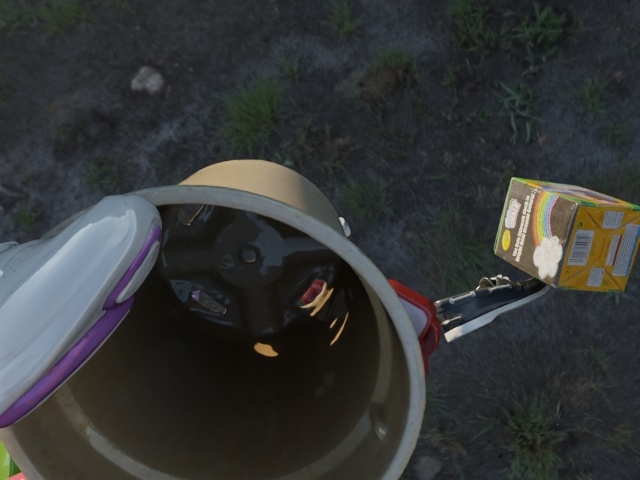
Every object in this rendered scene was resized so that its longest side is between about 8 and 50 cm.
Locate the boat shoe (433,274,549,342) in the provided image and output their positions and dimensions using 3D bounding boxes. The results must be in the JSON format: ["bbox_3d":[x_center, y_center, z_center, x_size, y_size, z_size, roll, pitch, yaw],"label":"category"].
[{"bbox_3d":[0.369,0.120,1.475,0.114,0.302,0.091,-42,71,52],"label":"boat shoe"}]

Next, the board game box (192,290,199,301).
[{"bbox_3d":[-0.280,0.222,1.395,0.056,0.208,0.347,7,94,-14],"label":"board game box"}]

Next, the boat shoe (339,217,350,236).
[{"bbox_3d":[0.000,0.000,1.067,0.100,0.035,0.035,-27,39,11],"label":"boat shoe"}]

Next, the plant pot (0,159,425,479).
[{"bbox_3d":[-0.084,0.063,0.659,0.334,0.305,0.334,1,112,1],"label":"plant pot"}]

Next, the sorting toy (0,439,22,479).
[{"bbox_3d":[-0.501,0.369,1.197,0.127,0.126,0.365,-53,47,29],"label":"sorting toy"}]

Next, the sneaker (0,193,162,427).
[{"bbox_3d":[-0.232,0.051,0.403,0.305,0.114,0.152,-35,100,11],"label":"sneaker"}]

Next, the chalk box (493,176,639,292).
[{"bbox_3d":[0.498,-0.025,1.456,0.179,0.289,0.180,5,106,-20],"label":"chalk box"}]

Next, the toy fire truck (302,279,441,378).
[{"bbox_3d":[0.054,0.192,1.204,0.254,0.169,0.302,28,116,7],"label":"toy fire truck"}]

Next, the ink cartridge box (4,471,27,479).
[{"bbox_3d":[-0.380,0.461,0.731,0.279,0.160,0.385,-22,27,-17],"label":"ink cartridge box"}]
